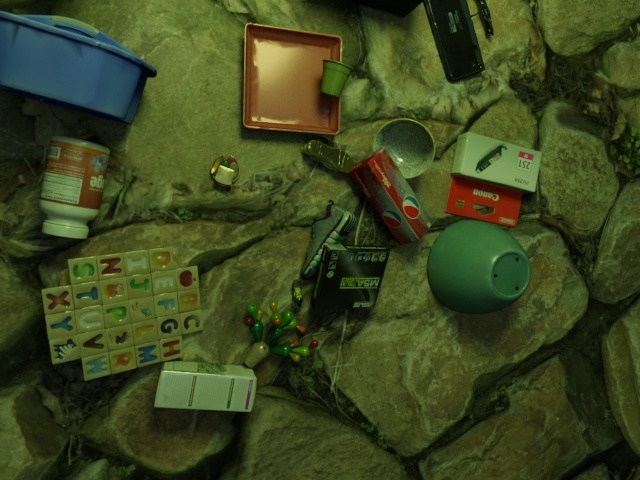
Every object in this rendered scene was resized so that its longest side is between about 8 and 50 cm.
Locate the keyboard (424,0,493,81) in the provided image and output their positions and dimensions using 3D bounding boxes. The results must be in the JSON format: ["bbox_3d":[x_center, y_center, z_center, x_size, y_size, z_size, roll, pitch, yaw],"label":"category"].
[{"bbox_3d":[0.415,-0.646,1.307,0.201,0.033,0.317,-21,100,-8],"label":"keyboard"}]

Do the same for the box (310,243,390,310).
[{"bbox_3d":[0.080,0.101,1.210,0.190,0.045,0.184,3,111,-26],"label":"box"}]

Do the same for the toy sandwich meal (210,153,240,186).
[{"bbox_3d":[-0.244,-0.181,1.143,0.085,0.029,0.086,-1,94,-16],"label":"toy sandwich meal"}]

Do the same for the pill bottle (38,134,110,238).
[{"bbox_3d":[-0.558,-0.117,1.007,0.121,0.121,0.216,11,91,-17],"label":"pill bottle"}]

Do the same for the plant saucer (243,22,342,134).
[{"bbox_3d":[-0.074,-0.413,1.169,0.258,0.048,0.259,0,95,-17],"label":"plant saucer"}]

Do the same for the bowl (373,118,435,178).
[{"bbox_3d":[0.237,-0.266,1.239,0.170,0.170,0.080,49,36,-14],"label":"bowl"}]

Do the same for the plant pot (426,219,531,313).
[{"bbox_3d":[0.486,0.085,1.293,0.290,0.195,0.290,-1,94,-16],"label":"plant pot"}]

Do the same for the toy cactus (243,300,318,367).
[{"bbox_3d":[-0.128,0.267,1.181,0.219,0.112,0.180,40,92,-24],"label":"toy cactus"}]

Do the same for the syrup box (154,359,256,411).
[{"bbox_3d":[-0.289,0.370,1.135,0.236,0.093,0.096,11,90,-17],"label":"syrup box"}]

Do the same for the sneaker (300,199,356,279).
[{"bbox_3d":[0.000,0.000,1.220,0.098,0.083,0.224,39,97,24],"label":"sneaker"}]

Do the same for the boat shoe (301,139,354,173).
[{"bbox_3d":[0.023,-0.224,1.217,0.153,0.048,0.056,19,76,-23],"label":"boat shoe"}]

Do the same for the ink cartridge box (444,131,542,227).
[{"bbox_3d":[0.527,-0.179,1.358,0.275,0.060,0.239,10,90,-17],"label":"ink cartridge box"}]

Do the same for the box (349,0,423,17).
[{"bbox_3d":[0.138,-0.808,1.136,0.312,0.179,0.343,6,92,-18],"label":"box"}]

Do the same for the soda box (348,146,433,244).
[{"bbox_3d":[0.198,-0.118,1.236,0.092,0.083,0.263,-46,106,-33],"label":"soda box"}]

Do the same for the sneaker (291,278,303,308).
[{"bbox_3d":[-0.060,0.148,1.217,0.031,0.035,0.083,-8,96,-17],"label":"sneaker"}]

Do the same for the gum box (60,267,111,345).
[{"bbox_3d":[-0.551,0.162,1.058,0.107,0.062,0.188,1,94,-17],"label":"gum box"}]

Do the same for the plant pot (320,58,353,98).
[{"bbox_3d":[0.034,-0.410,1.141,0.083,0.083,0.079,13,102,-17],"label":"plant pot"}]

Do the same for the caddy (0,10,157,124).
[{"bbox_3d":[-0.529,-0.373,0.938,0.341,0.241,0.179,12,95,-17],"label":"caddy"}]

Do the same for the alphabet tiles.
[{"bbox_3d":[-0.454,0.169,1.062,0.342,0.011,0.285,-8,99,-32],"label":"alphabet tiles"}]
